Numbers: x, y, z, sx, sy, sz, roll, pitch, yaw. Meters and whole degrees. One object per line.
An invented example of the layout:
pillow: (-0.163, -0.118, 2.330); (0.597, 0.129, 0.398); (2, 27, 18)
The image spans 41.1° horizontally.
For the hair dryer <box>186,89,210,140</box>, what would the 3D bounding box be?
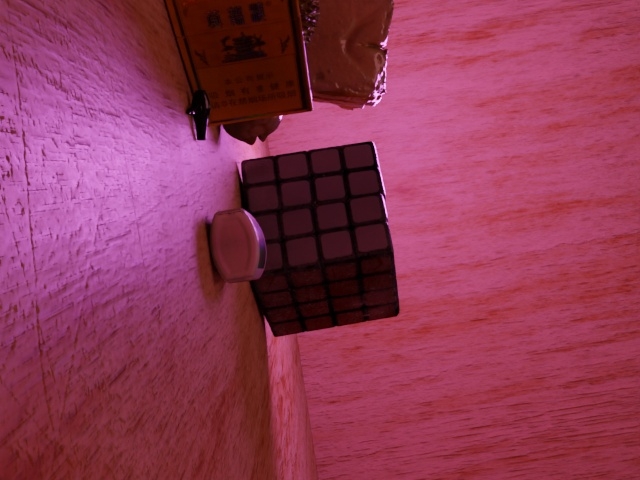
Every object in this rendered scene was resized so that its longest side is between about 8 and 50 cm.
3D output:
hair dryer: (-0.193, -0.190, 1.318); (0.083, 0.031, 0.079); (-53, 145, -71)

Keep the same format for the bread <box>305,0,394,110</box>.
bread: (-0.042, -0.483, 2.111); (0.371, 0.390, 0.279); (-158, -108, -74)

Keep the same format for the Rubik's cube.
Rubik's cube: (0.000, 0.000, 2.105); (0.344, 0.344, 0.337); (82, -1, -59)

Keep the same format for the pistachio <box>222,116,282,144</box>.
pistachio: (-0.148, -0.279, 1.771); (0.215, 0.144, 0.144); (-125, -157, -60)

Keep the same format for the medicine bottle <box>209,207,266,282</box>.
medicine bottle: (-0.132, 0.011, 1.417); (0.219, 0.078, 0.115); (83, -3, -88)

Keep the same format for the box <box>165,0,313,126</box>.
box: (-0.123, -0.318, 1.347); (0.301, 0.193, 0.084); (82, -2, -57)

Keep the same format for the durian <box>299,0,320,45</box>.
durian: (-0.121, -0.463, 1.757); (0.293, 0.258, 0.258); (-93, 175, -63)
